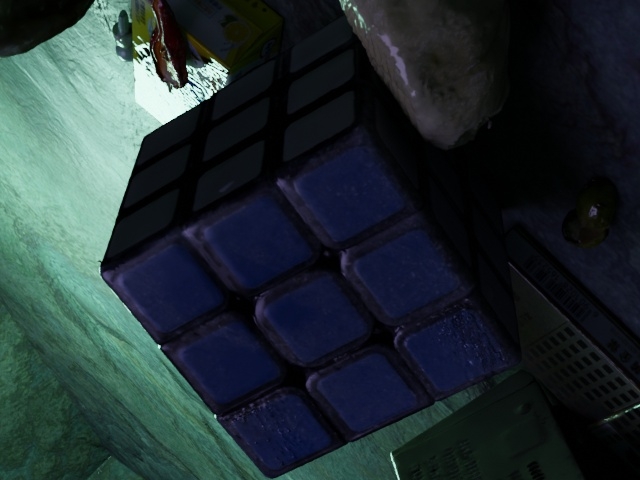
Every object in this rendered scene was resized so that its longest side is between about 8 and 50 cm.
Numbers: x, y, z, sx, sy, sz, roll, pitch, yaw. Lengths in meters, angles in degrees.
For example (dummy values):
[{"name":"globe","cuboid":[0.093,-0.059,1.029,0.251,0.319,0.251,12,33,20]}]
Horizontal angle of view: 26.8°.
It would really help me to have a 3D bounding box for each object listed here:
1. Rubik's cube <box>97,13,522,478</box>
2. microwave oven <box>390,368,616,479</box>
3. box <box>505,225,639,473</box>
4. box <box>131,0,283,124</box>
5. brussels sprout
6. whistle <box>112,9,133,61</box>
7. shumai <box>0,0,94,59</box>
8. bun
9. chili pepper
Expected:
[{"name":"Rubik's cube","cuboid":[0.000,0.000,1.358,0.305,0.301,0.303,54,-161,-26]},{"name":"microwave oven","cuboid":[0.302,0.414,1.692,0.394,0.247,0.333,56,-173,-26]},{"name":"box","cuboid":[0.300,0.133,1.553,0.325,0.047,0.180,45,159,3]},{"name":"box","cuboid":[-0.143,-0.220,1.648,0.168,0.097,0.265,41,158,11]},{"name":"brussels sprout","cuboid":[0.267,-0.023,1.334,0.083,0.046,0.051,90,173,-60]},{"name":"whistle","cuboid":[-0.268,-0.280,1.847,0.035,0.035,0.100,37,155,19]},{"name":"shumai","cuboid":[-0.397,-0.412,1.586,0.330,0.292,0.288,58,159,30]},{"name":"bun","cuboid":[0.103,-0.193,1.207,0.220,0.134,0.220,58,-172,-13]},{"name":"chili pepper","cuboid":[-0.174,-0.229,1.520,0.045,0.027,0.178,32,154,21]}]
